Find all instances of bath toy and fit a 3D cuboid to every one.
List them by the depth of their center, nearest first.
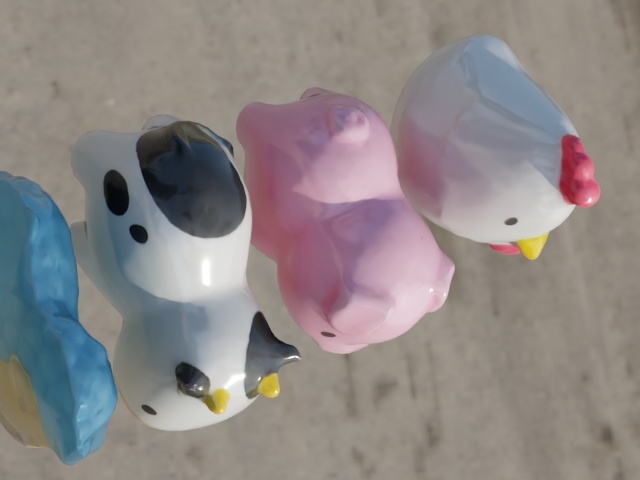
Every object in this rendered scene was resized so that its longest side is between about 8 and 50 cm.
[{"bbox_3d":[0.000,0.000,0.885,0.348,0.129,0.151,-21,123,-32],"label":"bath toy"}]
